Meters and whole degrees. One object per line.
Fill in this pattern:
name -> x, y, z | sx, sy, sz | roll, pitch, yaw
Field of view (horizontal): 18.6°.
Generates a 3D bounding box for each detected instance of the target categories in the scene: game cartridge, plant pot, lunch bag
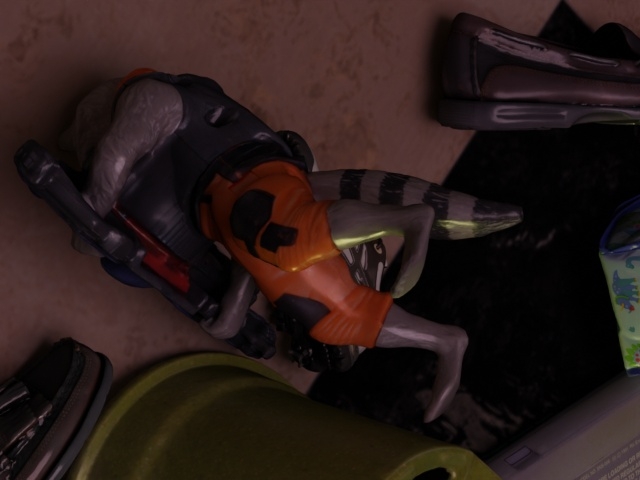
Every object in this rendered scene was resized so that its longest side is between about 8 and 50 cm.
game cartridge -> 0.256, 0.241, 1.718 | 0.355, 0.068, 0.230 | -29, 110, -27
plant pot -> -0.004, 0.223, 1.380 | 0.276, 0.254, 0.276 | -1, 92, -43
lunch bag -> 0.303, 0.028, 1.689 | 0.151, 0.096, 0.128 | -46, 126, -54

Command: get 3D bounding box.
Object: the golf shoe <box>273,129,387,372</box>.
golf shoe -> 0.000, 0.000, 1.492 | 0.094, 0.077, 0.198 | -33, 121, -42

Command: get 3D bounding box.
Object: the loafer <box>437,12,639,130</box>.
loafer -> 0.230, -0.141, 1.601 | 0.303, 0.109, 0.095 | -5, 97, -31

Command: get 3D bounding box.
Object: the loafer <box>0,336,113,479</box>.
loafer -> -0.247, 0.169, 1.333 | 0.084, 0.096, 0.267 | 42, 76, -27

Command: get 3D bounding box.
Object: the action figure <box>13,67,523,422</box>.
action figure -> -0.035, -0.011, 1.336 | 0.178, 0.330, 0.341 | -57, 155, -6
